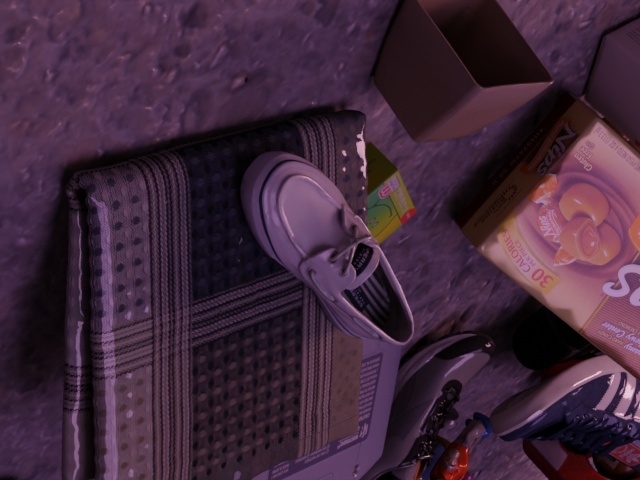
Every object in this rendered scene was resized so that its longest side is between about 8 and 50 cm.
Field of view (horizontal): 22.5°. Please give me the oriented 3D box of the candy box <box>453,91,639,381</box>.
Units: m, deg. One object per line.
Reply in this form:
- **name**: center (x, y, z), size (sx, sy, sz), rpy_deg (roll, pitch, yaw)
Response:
- **candy box**: center (0.317, 0.013, 1.697), size (0.316, 0.087, 0.183), rpy_deg (37, 102, -26)

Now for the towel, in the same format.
- **towel**: center (-0.083, 0.065, 1.350), size (0.312, 0.056, 0.324), rpy_deg (-18, 118, -42)

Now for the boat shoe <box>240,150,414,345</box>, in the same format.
- **boat shoe**: center (0.018, 0.008, 1.334), size (0.083, 0.076, 0.226), rpy_deg (-56, 138, -15)

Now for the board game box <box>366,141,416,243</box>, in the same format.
- **board game box**: center (0.000, 0.000, 1.482), size (0.181, 0.043, 0.092), rpy_deg (-41, 153, -5)

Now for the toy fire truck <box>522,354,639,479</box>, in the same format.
- **toy fire truck**: center (0.443, 0.248, 2.195), size (0.302, 0.254, 0.169), rpy_deg (-35, 151, -16)

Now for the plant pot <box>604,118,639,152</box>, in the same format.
- **plant pot**: center (0.339, -0.029, 1.822), size (0.237, 0.110, 0.237), rpy_deg (-33, 152, -21)

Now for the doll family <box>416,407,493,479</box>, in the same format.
- **doll family**: center (0.113, 0.303, 2.007), size (0.163, 0.118, 0.263), rpy_deg (-49, 163, -29)

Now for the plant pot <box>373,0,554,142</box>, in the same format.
- **plant pot**: center (0.111, -0.142, 1.371), size (0.109, 0.109, 0.096), rpy_deg (-10, 150, -47)

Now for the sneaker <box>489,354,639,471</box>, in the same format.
- **sneaker**: center (0.351, 0.222, 1.985), size (0.350, 0.148, 0.131), rpy_deg (-12, 165, -45)

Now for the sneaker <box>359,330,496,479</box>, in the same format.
- **sneaker**: center (0.107, 0.214, 1.862), size (0.271, 0.108, 0.100), rpy_deg (-45, 151, 1)

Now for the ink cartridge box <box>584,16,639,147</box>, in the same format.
- **ink cartridge box**: center (0.421, -0.173, 1.657), size (0.237, 0.172, 0.100), rpy_deg (-29, 150, -27)

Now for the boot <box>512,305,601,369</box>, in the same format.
- **boot**: center (0.377, 0.089, 2.020), size (0.263, 0.091, 0.229), rpy_deg (-26, 166, 29)

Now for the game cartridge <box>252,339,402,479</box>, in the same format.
- **game cartridge**: center (-0.014, 0.177, 1.585), size (0.294, 0.060, 0.196), rpy_deg (-13, 112, -59)
